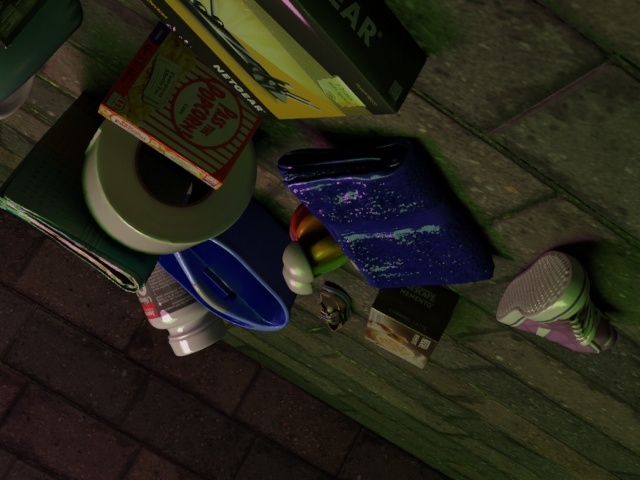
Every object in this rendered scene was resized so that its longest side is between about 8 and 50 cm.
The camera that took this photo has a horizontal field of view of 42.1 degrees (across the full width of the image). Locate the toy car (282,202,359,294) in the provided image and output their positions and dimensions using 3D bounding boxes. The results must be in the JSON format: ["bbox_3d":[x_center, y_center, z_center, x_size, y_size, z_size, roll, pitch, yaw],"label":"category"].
[{"bbox_3d":[0.000,0.000,1.426,0.136,0.159,0.182,62,170,15],"label":"toy car"}]

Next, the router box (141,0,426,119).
[{"bbox_3d":[-0.070,-0.256,0.888,0.243,0.081,0.309,7,152,50],"label":"router box"}]

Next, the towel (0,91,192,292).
[{"bbox_3d":[-0.371,-0.094,1.445,0.271,0.370,0.040,36,121,-17],"label":"towel"}]

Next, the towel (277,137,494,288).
[{"bbox_3d":[0.098,-0.023,1.214,0.228,0.076,0.308,-1,147,37],"label":"towel"}]

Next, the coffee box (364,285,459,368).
[{"bbox_3d":[0.171,0.152,1.607,0.141,0.098,0.246,27,163,8],"label":"coffee box"}]

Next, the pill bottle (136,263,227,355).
[{"bbox_3d":[-0.332,0.091,1.884,0.176,0.176,0.318,-7,108,62],"label":"pill bottle"}]

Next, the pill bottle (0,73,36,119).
[{"bbox_3d":[-0.654,-0.334,1.474,0.265,0.153,0.153,28,162,9],"label":"pill bottle"}]

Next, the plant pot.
[{"bbox_3d":[-0.533,-0.316,1.196,0.293,0.235,0.293,27,163,9],"label":"plant pot"}]

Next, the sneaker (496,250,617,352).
[{"bbox_3d":[0.362,0.095,1.174,0.161,0.102,0.282,25,173,3],"label":"sneaker"}]

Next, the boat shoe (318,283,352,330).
[{"bbox_3d":[0.031,0.160,1.901,0.066,0.066,0.183,21,161,24],"label":"boat shoe"}]

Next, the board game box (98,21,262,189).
[{"bbox_3d":[-0.184,-0.185,1.156,0.193,0.146,0.045,33,162,-13],"label":"board game box"}]

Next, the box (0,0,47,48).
[{"bbox_3d":[-0.344,-0.315,0.925,0.175,0.220,0.051,15,155,37],"label":"box"}]

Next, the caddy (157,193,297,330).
[{"bbox_3d":[-0.188,0.052,1.670,0.241,0.179,0.341,-9,133,43],"label":"caddy"}]

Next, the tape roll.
[{"bbox_3d":[-0.239,-0.105,1.302,0.246,0.246,0.169,34,162,-15],"label":"tape roll"}]
